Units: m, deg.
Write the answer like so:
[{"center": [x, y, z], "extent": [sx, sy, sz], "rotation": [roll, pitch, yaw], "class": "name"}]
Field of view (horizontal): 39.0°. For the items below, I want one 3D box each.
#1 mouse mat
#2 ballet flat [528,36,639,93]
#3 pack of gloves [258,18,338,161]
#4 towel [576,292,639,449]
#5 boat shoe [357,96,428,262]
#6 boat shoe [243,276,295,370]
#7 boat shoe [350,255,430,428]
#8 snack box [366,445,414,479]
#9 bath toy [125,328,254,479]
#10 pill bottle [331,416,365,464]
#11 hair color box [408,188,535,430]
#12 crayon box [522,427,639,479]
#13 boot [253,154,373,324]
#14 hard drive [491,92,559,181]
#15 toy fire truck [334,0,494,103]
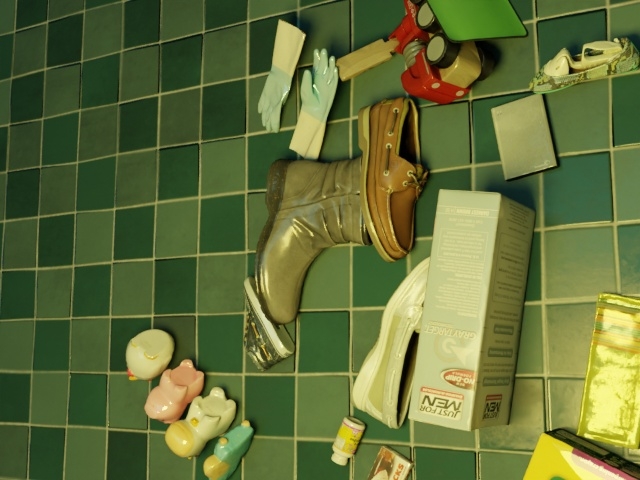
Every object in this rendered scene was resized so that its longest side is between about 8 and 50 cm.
[{"center": [0.264, -0.410, 1.582], "extent": [0.153, 0.189, 0.007], "rotation": [66, 148, 21], "class": "mouse mat"}, {"center": [0.436, -0.300, 1.516], "extent": [0.188, 0.070, 0.070], "rotation": [-12, 77, 25], "class": "ballet flat"}, {"center": [-0.058, -0.291, 1.780], "extent": [0.195, 0.046, 0.232], "rotation": [37, 125, 34], "class": "pack of gloves"}, {"center": [0.477, 0.207, 1.448], "extent": [0.102, 0.021, 0.237], "rotation": [9, 88, 33], "class": "towel"}, {"center": [0.138, -0.117, 1.648], "extent": [0.104, 0.110, 0.307], "rotation": [-14, 76, 30], "class": "boat shoe"}, {"center": [-0.127, 0.166, 1.796], "extent": [0.083, 0.065, 0.183], "rotation": [-36, 67, 21], "class": "boat shoe"}, {"center": [0.159, 0.177, 1.597], "extent": [0.103, 0.118, 0.320], "rotation": [30, 103, 25], "class": "boat shoe"}, {"center": [0.105, 0.466, 1.637], "extent": [0.064, 0.022, 0.178], "rotation": [27, 97, 29], "class": "snack box"}, {"center": [-0.287, 0.332, 1.842], "extent": [0.348, 0.151, 0.129], "rotation": [44, 141, 29], "class": "bath toy"}, {"center": [0.049, 0.372, 1.672], "extent": [0.043, 0.043, 0.083], "rotation": [25, 97, 32], "class": "pill bottle"}, {"center": [0.255, 0.116, 1.499], "extent": [0.113, 0.185, 0.374], "rotation": [6, 86, 31], "class": "hair color box"}, {"center": [0.456, 0.509, 1.369], "extent": [0.363, 0.106, 0.313], "rotation": [24, 97, 32], "class": "crayon box"}, {"center": [0.000, 0.000, 1.720], "extent": [0.222, 0.118, 0.338], "rotation": [3, 89, 26], "class": "boot"}, {"center": [0.356, -0.179, 1.575], "extent": [0.094, 0.022, 0.135], "rotation": [-16, 75, 29], "class": "hard drive"}, {"center": [0.162, -0.337, 1.655], "extent": [0.246, 0.158, 0.217], "rotation": [-40, 50, 44], "class": "toy fire truck"}]
